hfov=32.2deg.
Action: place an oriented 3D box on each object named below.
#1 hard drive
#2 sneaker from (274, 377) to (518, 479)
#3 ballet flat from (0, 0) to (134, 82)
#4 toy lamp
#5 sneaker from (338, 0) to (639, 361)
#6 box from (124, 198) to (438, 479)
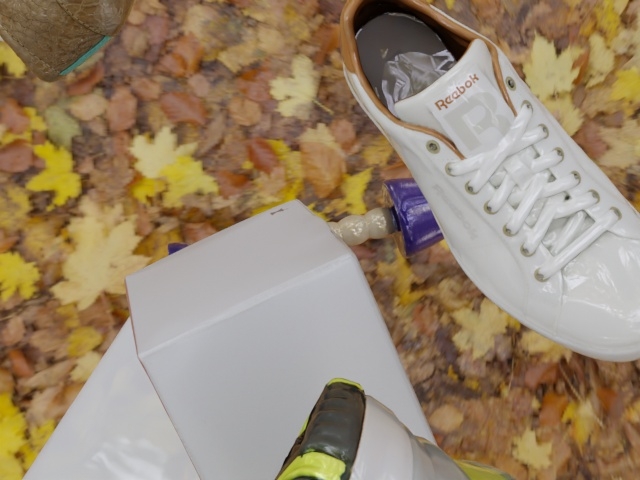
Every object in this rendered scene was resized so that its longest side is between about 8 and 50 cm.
[{"bbox_3d":[-0.186,0.231,1.069,0.233,0.047,0.353,16,67,42],"label":"hard drive"},{"bbox_3d":[0.034,0.182,0.523,0.147,0.384,0.145,28,76,8],"label":"sneaker"},{"bbox_3d":[-0.273,-0.228,0.758,0.342,0.116,0.124,39,115,9],"label":"ballet flat"},{"bbox_3d":[0.000,0.000,1.030,0.275,0.080,0.080,-15,92,-2],"label":"toy lamp"},{"bbox_3d":[0.104,-0.042,0.678,0.106,0.123,0.290,-43,75,2],"label":"sneaker"},{"bbox_3d":[-0.006,0.169,0.892,0.168,0.215,0.345,-25,106,-6],"label":"box"}]
